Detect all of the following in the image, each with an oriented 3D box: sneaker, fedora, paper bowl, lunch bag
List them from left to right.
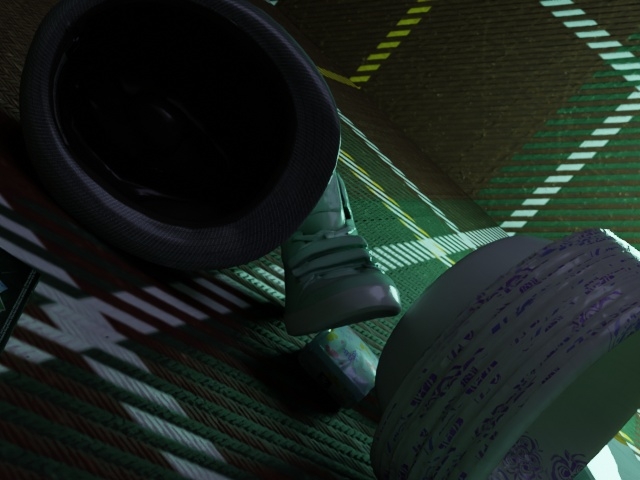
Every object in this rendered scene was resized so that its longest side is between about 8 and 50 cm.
[{"bbox_3d":[-0.130,-0.101,0.786,0.275,0.243,0.124,30,-11,-10],"label":"fedora"},{"bbox_3d":[-0.001,0.000,0.775,0.256,0.094,0.151,-179,-101,-80],"label":"sneaker"},{"bbox_3d":[0.018,0.114,0.801,0.071,0.053,0.083,46,7,5],"label":"lunch bag"},{"bbox_3d":[0.159,0.110,0.725,0.148,0.284,0.284,46,16,31],"label":"paper bowl"}]

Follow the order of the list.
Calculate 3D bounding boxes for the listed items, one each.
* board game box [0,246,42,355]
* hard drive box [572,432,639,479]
[{"bbox_3d":[-0.232,0.047,0.436,0.136,0.030,0.259,39,16,-18],"label":"board game box"},{"bbox_3d":[0.298,0.274,0.978,0.181,0.089,0.232,33,19,-28],"label":"hard drive box"}]
